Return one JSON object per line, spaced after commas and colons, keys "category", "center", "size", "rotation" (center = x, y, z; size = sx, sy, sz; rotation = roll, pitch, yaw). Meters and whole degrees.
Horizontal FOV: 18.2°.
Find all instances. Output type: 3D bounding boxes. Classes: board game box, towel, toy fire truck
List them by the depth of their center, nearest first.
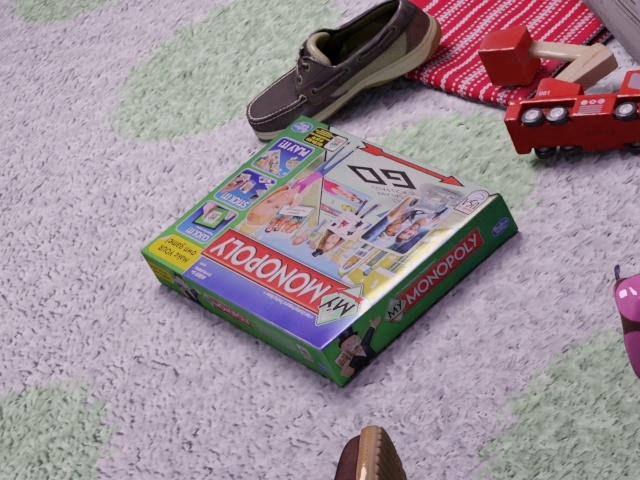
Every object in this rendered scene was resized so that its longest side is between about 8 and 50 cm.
{"category": "toy fire truck", "center": [0.225, -0.136, 1.773], "size": [0.192, 0.047, 0.135], "rotation": [-2, 46, 29]}
{"category": "board game box", "center": [0.000, 0.000, 1.790], "size": [0.213, 0.046, 0.317], "rotation": [-40, 33, -18]}
{"category": "towel", "center": [0.174, -0.218, 1.968], "size": [0.199, 0.031, 0.275], "rotation": [-42, 34, -18]}

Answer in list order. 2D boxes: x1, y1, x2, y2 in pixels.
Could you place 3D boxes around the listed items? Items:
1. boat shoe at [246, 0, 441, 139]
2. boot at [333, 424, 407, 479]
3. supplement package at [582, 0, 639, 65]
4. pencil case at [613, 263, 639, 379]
{"category": "boat shoe", "center": [0.011, -0.177, 1.976], "size": [0.223, 0.073, 0.080], "rotation": [-26, 40, 24]}
{"category": "boot", "center": [-0.040, 0.246, 1.435], "size": [0.207, 0.090, 0.248], "rotation": [-15, 38, 19]}
{"category": "supplement package", "center": [0.320, -0.293, 1.792], "size": [0.204, 0.145, 0.262], "rotation": [-31, 48, -2]}
{"category": "pencil case", "center": [0.317, 0.031, 1.443], "size": [0.209, 0.098, 0.095], "rotation": [-21, 73, 21]}
